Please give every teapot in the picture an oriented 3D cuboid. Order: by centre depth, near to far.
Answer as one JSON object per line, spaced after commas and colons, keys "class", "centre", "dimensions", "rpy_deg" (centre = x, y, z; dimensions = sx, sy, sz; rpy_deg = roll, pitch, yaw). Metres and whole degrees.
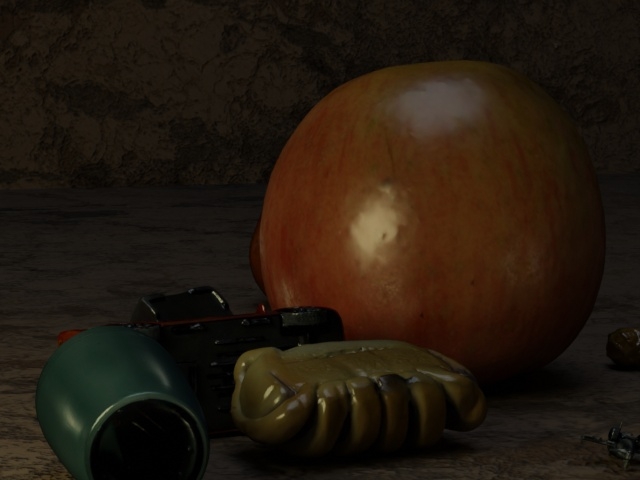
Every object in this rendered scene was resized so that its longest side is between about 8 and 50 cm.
{"class": "teapot", "centre": [-0.138, 0.111, 1.875], "dimensions": [0.087, 0.096, 0.177], "rpy_deg": [47, 25, 19]}

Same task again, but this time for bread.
{"class": "bread", "centre": [0.027, 0.139, 1.672], "dimensions": [0.225, 0.081, 0.134], "rpy_deg": [-4, 20, -27]}
{"class": "bread", "centre": [0.384, 0.114, 2.100], "dimensions": [0.157, 0.044, 0.052], "rpy_deg": [0, 4, -15]}

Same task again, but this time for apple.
{"class": "apple", "centre": [0.117, -0.019, 1.989], "dimensions": [0.364, 0.364, 0.364], "rpy_deg": [2, 7, 0]}

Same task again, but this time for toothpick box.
{"class": "toothpick box", "centre": [-0.150, 0.141, 1.494], "dimensions": [0.120, 0.120, 0.184], "rpy_deg": [-1, 10, -16]}

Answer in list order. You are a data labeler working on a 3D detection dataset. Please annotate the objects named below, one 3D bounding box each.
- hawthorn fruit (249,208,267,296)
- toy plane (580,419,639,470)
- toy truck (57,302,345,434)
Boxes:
{"class": "hawthorn fruit", "centre": [0.000, 0.000, 2.419], "dimensions": [0.189, 0.189, 0.189], "rpy_deg": [2, 7, 0]}
{"class": "toy plane", "centre": [0.259, 0.175, 1.658], "dimensions": [0.078, 0.031, 0.083], "rpy_deg": [17, 9, -3]}
{"class": "toy truck", "centre": [-0.104, 0.116, 1.736], "dimensions": [0.253, 0.107, 0.114], "rpy_deg": [-4, 5, -30]}
